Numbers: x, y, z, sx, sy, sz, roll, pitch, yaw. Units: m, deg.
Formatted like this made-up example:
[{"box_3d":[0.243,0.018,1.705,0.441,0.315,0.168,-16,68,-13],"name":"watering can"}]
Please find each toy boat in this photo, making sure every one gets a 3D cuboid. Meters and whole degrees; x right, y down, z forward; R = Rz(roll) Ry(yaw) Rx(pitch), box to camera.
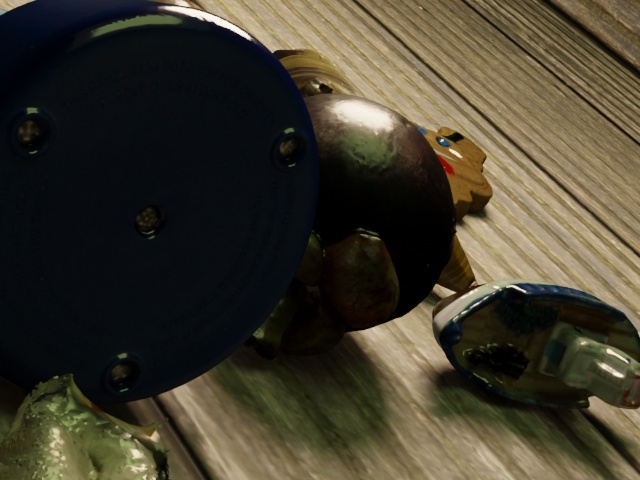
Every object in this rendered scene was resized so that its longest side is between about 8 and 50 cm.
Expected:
[{"box_3d":[0.212,0.101,1.263,0.262,0.114,0.115,14,13,-24],"name":"toy boat"}]

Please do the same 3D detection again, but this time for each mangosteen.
[{"box_3d":[0.000,0.000,1.148,0.211,0.211,0.250,31,51,4],"name":"mangosteen"}]

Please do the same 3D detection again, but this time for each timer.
[{"box_3d":[-0.207,-0.079,1.012,0.270,0.270,0.383,12,14,-39],"name":"timer"}]

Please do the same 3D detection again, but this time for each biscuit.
[{"box_3d":[0.140,-0.101,1.739,0.183,0.047,0.319,39,22,15],"name":"biscuit"}]

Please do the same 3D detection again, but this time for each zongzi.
[{"box_3d":[0.044,-0.075,1.466,0.288,0.134,0.286,38,14,-16],"name":"zongzi"}]

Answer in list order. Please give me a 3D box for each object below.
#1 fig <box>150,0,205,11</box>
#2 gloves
[{"box_3d":[-0.157,-0.146,1.294,0.181,0.181,0.191,33,45,7],"name":"fig"},{"box_3d":[-0.135,0.150,0.784,0.114,0.070,0.153,31,21,-16],"name":"gloves"}]
